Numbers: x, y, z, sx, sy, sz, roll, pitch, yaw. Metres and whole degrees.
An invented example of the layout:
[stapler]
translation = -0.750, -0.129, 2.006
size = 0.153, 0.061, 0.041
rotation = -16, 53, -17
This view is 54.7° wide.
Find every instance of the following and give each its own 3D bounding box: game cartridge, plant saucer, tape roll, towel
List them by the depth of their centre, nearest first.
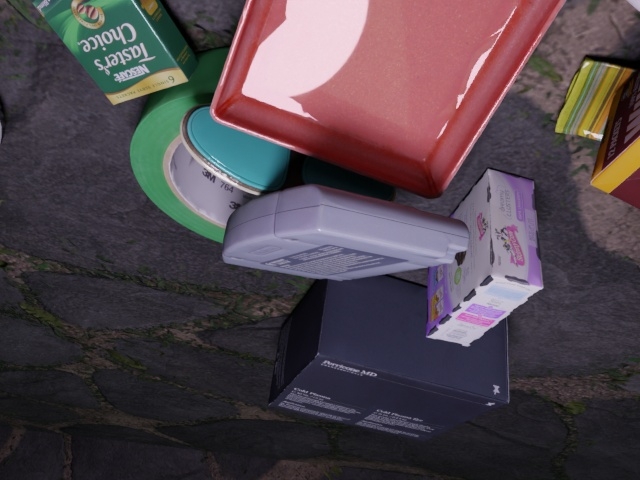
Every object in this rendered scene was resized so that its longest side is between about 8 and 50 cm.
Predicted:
[plant saucer]
translation = 0.057, -0.188, 0.582
size = 0.259, 0.047, 0.258
rotation = 19, 124, -14
[towel]
translation = 0.375, -0.119, 0.640
size = 0.237, 0.021, 0.102
rotation = 19, 151, 15
[game cartridge]
translation = 0.000, 0.000, 0.710
size = 0.198, 0.062, 0.297
rotation = 16, 166, -23
[tape roll]
translation = -0.073, -0.097, 0.793
size = 0.322, 0.077, 0.321
rotation = 7, 147, 4

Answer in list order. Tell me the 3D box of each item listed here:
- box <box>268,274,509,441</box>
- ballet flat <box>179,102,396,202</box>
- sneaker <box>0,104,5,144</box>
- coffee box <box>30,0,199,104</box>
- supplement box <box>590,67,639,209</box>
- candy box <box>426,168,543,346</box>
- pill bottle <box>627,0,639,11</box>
[box]
translation = 0.116, 0.221, 1.145
size = 0.344, 0.178, 0.312
rotation = 17, 148, -13
[ballet flat]
translation = -0.038, -0.076, 0.681
size = 0.249, 0.086, 0.086
rotation = 19, 146, -17
[sneaker]
translation = -0.508, -0.202, 0.670
size = 0.145, 0.147, 0.384
rotation = -4, 147, 16
[coffee box]
translation = -0.220, -0.231, 0.631
size = 0.113, 0.040, 0.184
rotation = -8, 136, 25
[supplement box]
translation = 0.379, -0.099, 0.523
size = 0.194, 0.129, 0.191
rotation = 27, 149, 2
[candy box]
translation = 0.213, 0.029, 0.835
size = 0.070, 0.164, 0.196
rotation = 14, 147, -9
[pill bottle]
translation = 0.246, -0.307, 0.249
size = 0.229, 0.228, 0.407
rotation = -4, 145, 19
